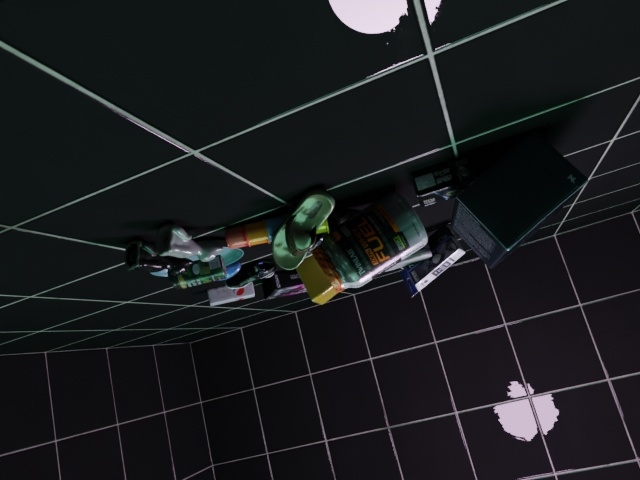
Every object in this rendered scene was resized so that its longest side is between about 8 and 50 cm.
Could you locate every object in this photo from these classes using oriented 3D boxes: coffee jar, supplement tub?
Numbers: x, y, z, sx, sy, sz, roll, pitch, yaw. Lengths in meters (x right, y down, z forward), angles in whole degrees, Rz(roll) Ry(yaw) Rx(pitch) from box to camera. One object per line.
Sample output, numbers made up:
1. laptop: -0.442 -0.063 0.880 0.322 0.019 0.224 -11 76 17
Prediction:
1. coffee jar: -0.409 0.107 1.715 0.184 0.079 0.096 -13 166 -5
2. supplement tub: 0.152 0.012 1.654 0.338 0.207 0.207 -33 166 -2

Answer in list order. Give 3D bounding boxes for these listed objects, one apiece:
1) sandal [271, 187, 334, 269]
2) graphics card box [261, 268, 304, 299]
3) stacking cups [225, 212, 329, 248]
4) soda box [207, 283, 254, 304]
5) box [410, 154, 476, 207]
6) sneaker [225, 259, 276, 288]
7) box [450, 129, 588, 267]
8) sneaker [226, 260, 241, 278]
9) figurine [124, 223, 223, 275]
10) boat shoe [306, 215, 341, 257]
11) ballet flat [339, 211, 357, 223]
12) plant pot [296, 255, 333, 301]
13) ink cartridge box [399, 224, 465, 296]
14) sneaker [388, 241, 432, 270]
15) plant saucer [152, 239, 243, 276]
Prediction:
1. sandal: -0.059 -0.022 1.506 0.120 0.086 0.303 18 128 -17
2. graphics card box: -0.089 0.198 2.564 0.370 0.094 0.233 -8 165 -21
3. stacking cups: -0.134 -0.038 1.605 0.316 0.096 0.096 -11 167 2
4. soda box: -0.426 0.252 2.468 0.216 0.074 0.069 -12 166 -12
5. box: 0.375 -0.177 1.574 0.180 0.078 0.147 -18 167 12
6. sneaker: -0.290 0.130 2.138 0.216 0.079 0.121 -19 165 -17
7. box: 0.584 -0.104 1.593 0.293 0.212 0.395 -41 165 1
8. sneaker: -0.405 0.114 1.954 0.209 0.069 0.082 -13 163 -6
9. figurine: -0.422 0.039 1.522 0.214 0.092 0.209 -22 155 27
10. boat shoe: -0.034 -0.007 1.793 0.079 0.095 0.254 -3 161 -44
11. ballet flat: 0.174 -0.008 1.862 0.106 0.108 0.316 -17 139 41
12. plant pot: 0.020 0.131 2.217 0.187 0.212 0.212 -30 165 5
13. ink cartridge box: 0.492 0.096 2.376 0.065 0.165 0.333 24 120 -38
14. sneaker: 0.356 0.058 2.392 0.321 0.128 0.126 -21 162 29
15. plant saucer: -0.422 0.057 1.761 0.317 0.044 0.317 -14 167 -3
